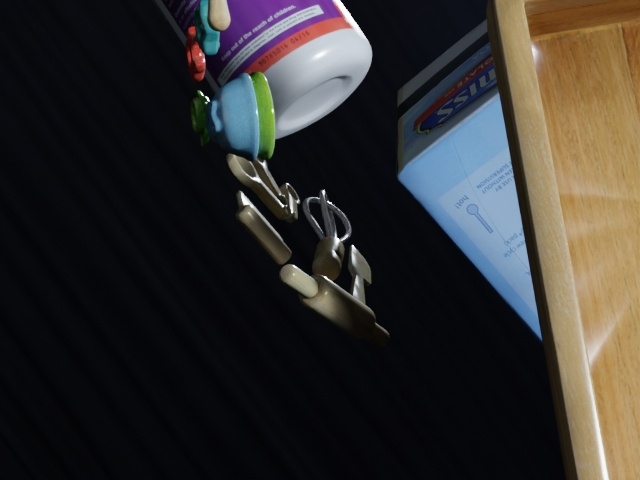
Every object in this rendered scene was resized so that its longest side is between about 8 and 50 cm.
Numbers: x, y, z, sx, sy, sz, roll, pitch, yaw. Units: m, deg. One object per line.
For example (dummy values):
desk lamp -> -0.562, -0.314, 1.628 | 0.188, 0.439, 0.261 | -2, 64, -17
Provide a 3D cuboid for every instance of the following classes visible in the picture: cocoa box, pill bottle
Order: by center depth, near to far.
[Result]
cocoa box -> 0.258, -0.107, 1.147 | 0.347, 0.231, 0.228 | -37, -165, 17
pill bottle -> -0.093, -0.287, 1.698 | 0.181, 0.323, 0.181 | -32, 168, -8

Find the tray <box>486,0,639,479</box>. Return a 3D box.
tray -> 0.205, 0.075, 0.627 | 0.203, 0.411, 0.076 | -9, 169, 3

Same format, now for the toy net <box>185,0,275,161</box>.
toy net -> -0.074, -0.178, 1.111 | 0.045, 0.232, 0.122 | -7, -163, -13

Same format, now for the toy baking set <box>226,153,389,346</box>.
toy baking set -> 0.001, 0.005, 1.301 | 0.030, 0.256, 0.197 | -34, -132, 16
